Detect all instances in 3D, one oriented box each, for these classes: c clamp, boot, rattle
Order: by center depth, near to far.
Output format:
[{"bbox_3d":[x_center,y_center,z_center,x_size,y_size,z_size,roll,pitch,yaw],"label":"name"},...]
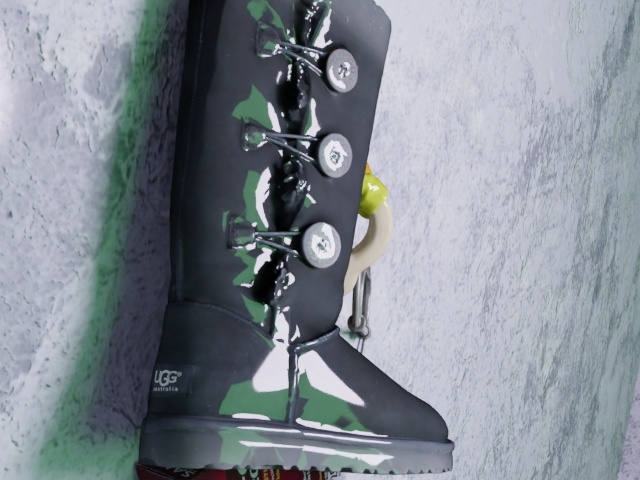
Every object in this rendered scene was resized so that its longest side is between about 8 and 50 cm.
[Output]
[{"bbox_3d":[0.011,-0.007,0.822,0.367,0.146,0.444,18,70,-47],"label":"boot"},{"bbox_3d":[0.000,0.000,0.979,0.130,0.143,0.199,1,113,-25],"label":"rattle"},{"bbox_3d":[0.052,0.088,1.037,0.160,0.022,0.137,66,31,-70],"label":"c clamp"}]

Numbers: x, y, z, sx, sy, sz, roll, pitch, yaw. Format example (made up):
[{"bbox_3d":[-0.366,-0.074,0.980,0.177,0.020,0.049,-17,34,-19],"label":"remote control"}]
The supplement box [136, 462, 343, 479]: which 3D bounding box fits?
[{"bbox_3d":[-0.072,0.238,0.872,0.239,0.073,0.130,-25,116,-51],"label":"supplement box"}]
